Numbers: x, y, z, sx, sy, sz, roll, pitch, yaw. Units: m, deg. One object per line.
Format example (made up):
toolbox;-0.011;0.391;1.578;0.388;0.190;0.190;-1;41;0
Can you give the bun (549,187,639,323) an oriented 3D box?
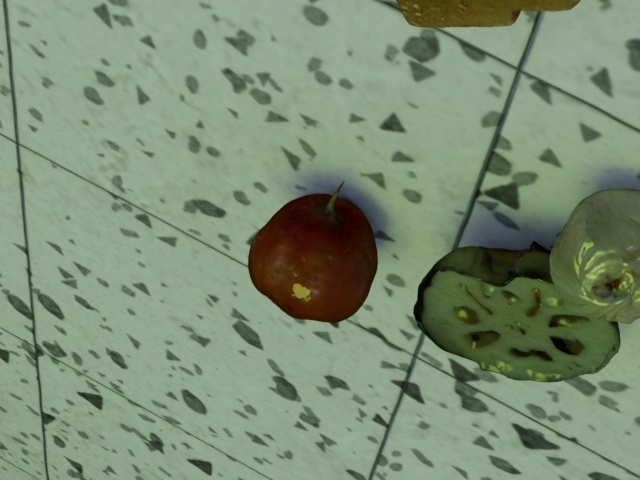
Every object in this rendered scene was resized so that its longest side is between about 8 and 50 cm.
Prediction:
bun;0.241;0.016;1.263;0.115;0.069;0.115;1;116;1

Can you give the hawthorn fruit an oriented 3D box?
hawthorn fruit;-0.006;0.009;1.486;0.125;0.125;0.140;2;114;42

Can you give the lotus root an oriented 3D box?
lotus root;0.180;0.051;1.408;0.183;0.078;0.203;20;154;-1

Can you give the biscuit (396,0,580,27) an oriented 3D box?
biscuit;0.116;-0.223;1.105;0.212;0.041;0.239;31;150;-7
